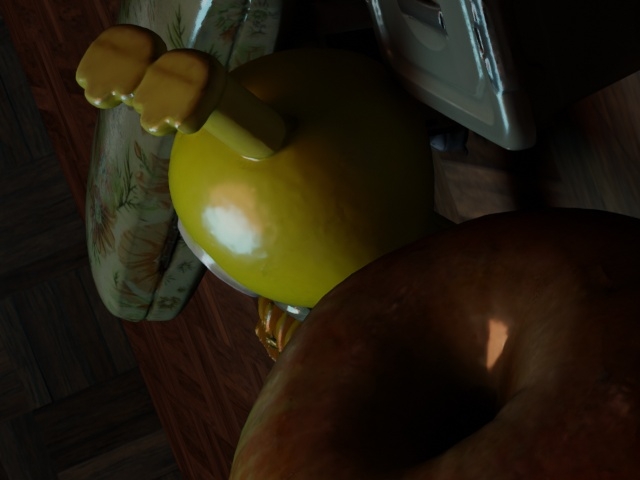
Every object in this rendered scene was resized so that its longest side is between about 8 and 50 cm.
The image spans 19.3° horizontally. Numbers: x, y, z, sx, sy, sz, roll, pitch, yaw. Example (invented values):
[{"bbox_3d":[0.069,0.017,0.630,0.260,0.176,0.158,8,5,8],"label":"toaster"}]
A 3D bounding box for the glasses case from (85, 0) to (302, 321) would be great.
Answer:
[{"bbox_3d":[-0.085,-0.101,1.191,0.425,0.098,0.156,113,158,-54],"label":"glasses case"}]

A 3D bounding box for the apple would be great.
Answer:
[{"bbox_3d":[0.108,0.137,0.877,0.301,0.302,0.301,60,165,28],"label":"apple"}]

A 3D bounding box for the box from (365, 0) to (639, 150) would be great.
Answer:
[{"bbox_3d":[0.086,-0.128,0.913,0.172,0.093,0.124,42,152,63],"label":"box"}]

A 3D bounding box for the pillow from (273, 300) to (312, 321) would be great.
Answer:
[{"bbox_3d":[-0.075,-0.082,1.622,0.185,0.075,0.302,-116,2,-61],"label":"pillow"}]

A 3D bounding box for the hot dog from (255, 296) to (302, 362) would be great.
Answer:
[{"bbox_3d":[0.007,0.112,1.681,0.115,0.072,0.269,65,168,-26],"label":"hot dog"}]

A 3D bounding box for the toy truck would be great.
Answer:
[{"bbox_3d":[0.009,-0.103,1.233,0.253,0.114,0.124,180,79,-75],"label":"toy truck"}]

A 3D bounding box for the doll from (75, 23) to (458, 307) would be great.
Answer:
[{"bbox_3d":[0.017,-0.017,1.059,0.199,0.145,0.363,31,177,46],"label":"doll"}]
